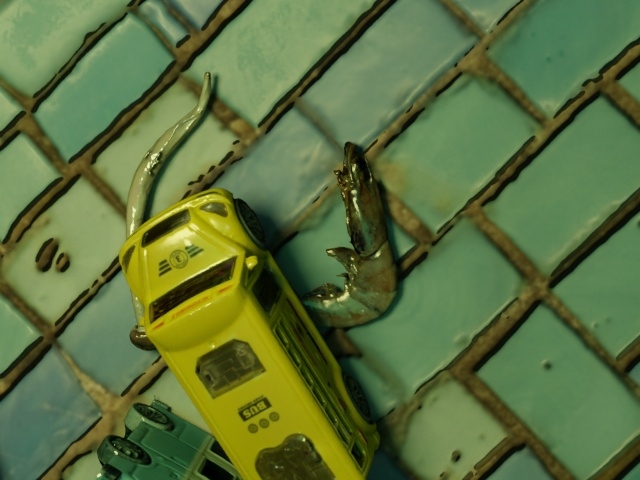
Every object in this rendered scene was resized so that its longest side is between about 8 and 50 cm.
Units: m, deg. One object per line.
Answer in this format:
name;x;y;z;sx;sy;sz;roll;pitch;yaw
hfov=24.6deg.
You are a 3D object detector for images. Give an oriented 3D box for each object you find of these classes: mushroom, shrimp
mushroom;-0.173;-0.033;1.573;0.068;0.043;0.306;8;96;-12
shrimp;0.000;0.000;1.555;0.148;0.035;0.195;-9;96;11

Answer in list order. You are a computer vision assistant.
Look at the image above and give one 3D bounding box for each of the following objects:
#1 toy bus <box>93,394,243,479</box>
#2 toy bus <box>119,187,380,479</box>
toy bus;-0.161;0.274;1.485;0.165;0.271;0.133;28;99;1
toy bus;-0.077;0.118;1.494;0.144;0.152;0.330;-29;102;13
